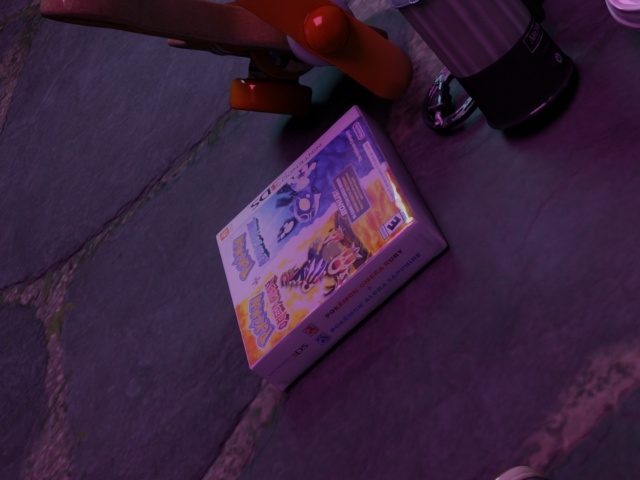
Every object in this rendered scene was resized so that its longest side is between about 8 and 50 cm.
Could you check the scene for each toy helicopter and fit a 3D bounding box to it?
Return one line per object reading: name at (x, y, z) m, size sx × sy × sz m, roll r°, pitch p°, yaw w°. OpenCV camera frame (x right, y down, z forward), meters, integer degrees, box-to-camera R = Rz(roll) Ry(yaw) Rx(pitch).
toy helicopter at (-0.077, -0.187, 1.059) m, size 0.235 × 0.355 × 0.140 m, roll 13°, pitch 99°, yaw 45°

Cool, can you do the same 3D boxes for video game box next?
video game box at (0.000, 0.000, 1.028) m, size 0.187 × 0.048 × 0.205 m, roll -45°, pitch 32°, yaw 15°

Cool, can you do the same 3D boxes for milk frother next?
milk frother at (0.107, -0.160, 0.963) m, size 0.143 × 0.135 × 0.129 m, roll -32°, pitch 24°, yaw 26°

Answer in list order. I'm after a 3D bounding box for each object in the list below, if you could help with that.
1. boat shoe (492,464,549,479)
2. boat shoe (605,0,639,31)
boat shoe at (0.091, 0.236, 0.652) m, size 0.073 × 0.080 × 0.223 m, roll 17°, pitch 77°, yaw 51°
boat shoe at (0.300, -0.229, 0.799) m, size 0.277 × 0.096 × 0.098 m, roll -25°, pitch 74°, yaw 36°
